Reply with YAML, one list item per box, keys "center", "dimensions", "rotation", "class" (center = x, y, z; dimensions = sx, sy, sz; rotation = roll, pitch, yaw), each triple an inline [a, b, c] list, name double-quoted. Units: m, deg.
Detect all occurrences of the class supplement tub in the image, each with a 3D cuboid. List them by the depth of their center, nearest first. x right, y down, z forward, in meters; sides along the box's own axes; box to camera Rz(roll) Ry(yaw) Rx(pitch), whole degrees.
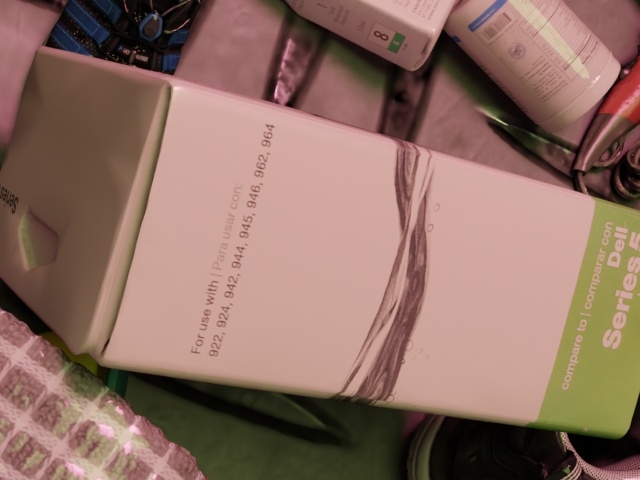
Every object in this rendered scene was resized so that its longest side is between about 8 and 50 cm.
- center: [0.139, -0.132, 0.775]
  dimensions: [0.107, 0.071, 0.071]
  rotation: [43, 60, -12]
  class: "supplement tub"

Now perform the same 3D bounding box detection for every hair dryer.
- center: [0.267, -0.148, 0.844]
  dimensions: [0.224, 0.080, 0.293]
  rotation: [-11, 81, -30]
  class: "hair dryer"

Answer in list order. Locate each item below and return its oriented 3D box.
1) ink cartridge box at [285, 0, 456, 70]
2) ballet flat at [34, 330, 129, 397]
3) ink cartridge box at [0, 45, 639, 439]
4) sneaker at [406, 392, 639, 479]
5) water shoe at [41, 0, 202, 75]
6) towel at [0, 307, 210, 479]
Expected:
- center: [0.002, -0.234, 0.754]
  dimensions: [0.225, 0.056, 0.181]
  rotation: [26, 64, 1]
  class: "ink cartridge box"
- center: [-0.141, 0.152, 0.549]
  dimensions: [0.077, 0.077, 0.230]
  rotation: [5, 69, -5]
  class: "ballet flat"
- center: [0.000, 0.000, 0.563]
  dimensions: [0.273, 0.198, 0.114]
  rotation: [13, 95, -31]
  class: "ink cartridge box"
- center: [0.183, 0.080, 0.690]
  dimensions: [0.269, 0.153, 0.101]
  rotation: [-35, 94, -31]
  class: "sneaker"
- center: [-0.106, -0.119, 0.631]
  dimensions: [0.073, 0.080, 0.203]
  rotation: [20, 67, -22]
  class: "water shoe"
- center: [-0.217, 0.105, 0.441]
  dimensions: [0.284, 0.121, 0.235]
  rotation: [35, 64, 3]
  class: "towel"
